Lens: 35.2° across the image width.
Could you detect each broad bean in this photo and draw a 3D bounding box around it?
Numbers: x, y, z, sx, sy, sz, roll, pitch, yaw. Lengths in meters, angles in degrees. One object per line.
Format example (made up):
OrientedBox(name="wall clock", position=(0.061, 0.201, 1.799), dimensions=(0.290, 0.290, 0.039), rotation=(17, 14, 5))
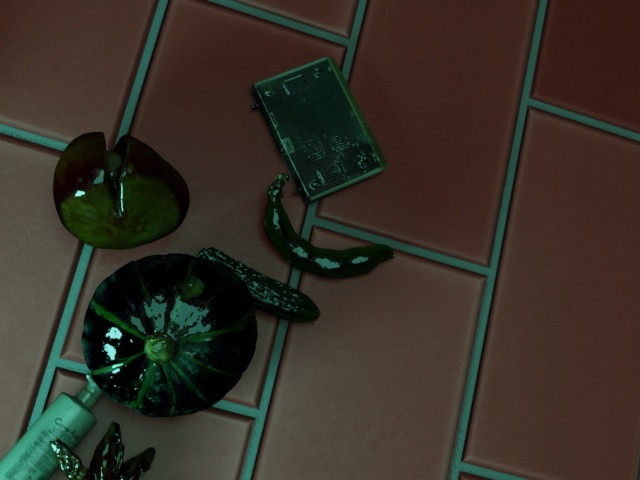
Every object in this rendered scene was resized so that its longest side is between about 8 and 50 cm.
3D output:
OrientedBox(name="broad bean", position=(0.000, 0.000, 1.985), dimensions=(0.292, 0.049, 0.144), rotation=(34, 86, -12))

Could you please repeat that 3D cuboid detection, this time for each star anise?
OrientedBox(name="star anise", position=(-0.394, 0.457, 1.751), dimensions=(0.288, 0.088, 0.288), rotation=(1, 88, -32))

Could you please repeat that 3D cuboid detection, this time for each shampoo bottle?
OrientedBox(name="shampoo bottle", position=(-0.477, 0.354, 1.778), dimensions=(0.085, 0.085, 0.262), rotation=(40, 71, -2))

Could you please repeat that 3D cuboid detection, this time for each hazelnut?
OrientedBox(name="hazelnut", position=(-0.367, -0.092, 1.861), dimensions=(0.251, 0.217, 0.217), rotation=(13, 74, -20))

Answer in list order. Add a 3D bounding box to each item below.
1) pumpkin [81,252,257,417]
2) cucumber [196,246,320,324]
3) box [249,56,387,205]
OrientedBox(name="pumpkin", position=(-0.266, 0.166, 1.782), dimensions=(0.315, 0.238, 0.315), rotation=(-1, 98, -7))
OrientedBox(name="cucumber", position=(-0.121, 0.095, 1.930), dimensions=(0.265, 0.077, 0.077), rotation=(27, 72, -5))
OrientedBox(name="box", position=(-0.008, -0.225, 2.048), dimensions=(0.211, 0.045, 0.270), rotation=(-22, 83, -19))
